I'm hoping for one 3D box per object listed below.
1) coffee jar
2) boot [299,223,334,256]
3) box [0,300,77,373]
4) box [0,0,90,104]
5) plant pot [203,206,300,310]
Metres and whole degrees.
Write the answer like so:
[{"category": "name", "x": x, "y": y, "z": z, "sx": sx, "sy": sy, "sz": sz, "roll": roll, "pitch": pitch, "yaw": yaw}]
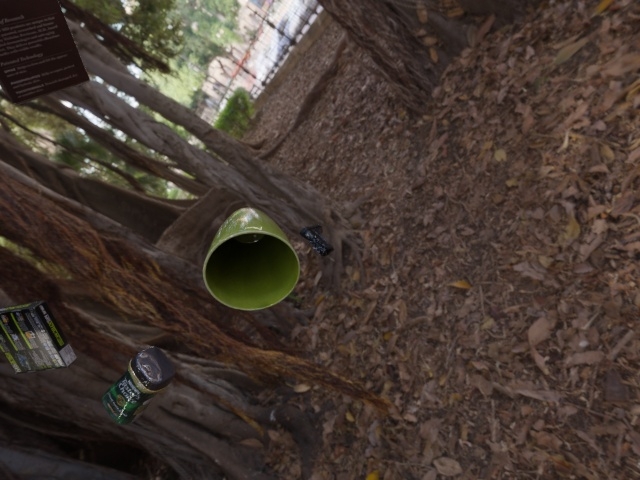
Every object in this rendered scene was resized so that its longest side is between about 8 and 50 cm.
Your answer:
[{"category": "coffee jar", "x": -0.403, "y": 0.322, "z": 0.961, "sx": 0.184, "sy": 0.096, "sz": 0.079, "roll": -47, "pitch": -13, "yaw": 23}, {"category": "boot", "x": 0.000, "y": 0.000, "z": 1.274, "sx": 0.045, "sy": 0.099, "sz": 0.121, "roll": -54, "pitch": -18, "yaw": 19}, {"category": "box", "x": -0.768, "y": 0.259, "z": 1.142, "sx": 0.184, "sy": 0.190, "sz": 0.045, "roll": -10, "pitch": 20, "yaw": 18}, {"category": "box", "x": -0.636, "y": -0.435, "z": 0.915, "sx": 0.167, "sy": 0.168, "sz": 0.203, "roll": -33, "pitch": -35, "yaw": -26}, {"category": "plant pot", "x": -0.222, "y": 0.019, "z": 1.353, "sx": 0.275, "sy": 0.275, "sz": 0.293, "roll": -52, "pitch": 28, "yaw": 19}]
